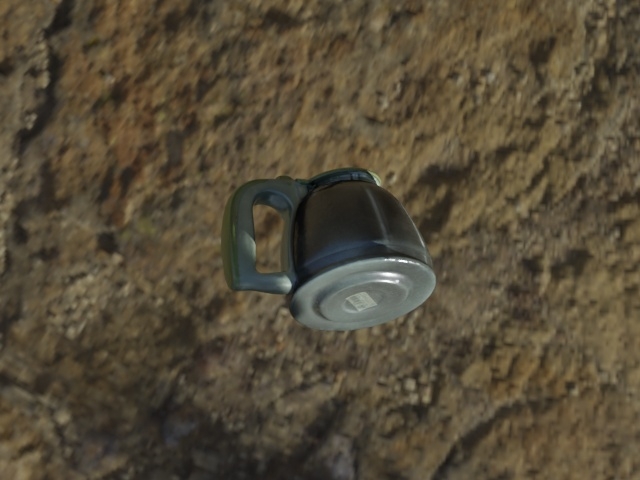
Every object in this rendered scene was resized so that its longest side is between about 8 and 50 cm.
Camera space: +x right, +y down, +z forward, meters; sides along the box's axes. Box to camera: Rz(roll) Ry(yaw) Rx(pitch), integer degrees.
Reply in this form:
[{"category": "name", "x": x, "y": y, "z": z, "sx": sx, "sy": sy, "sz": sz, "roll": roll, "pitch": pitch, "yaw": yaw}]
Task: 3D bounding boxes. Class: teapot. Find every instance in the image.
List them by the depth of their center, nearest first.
[{"category": "teapot", "x": 0.007, "y": -0.004, "z": 0.899, "sx": 0.092, "sy": 0.090, "sz": 0.124, "roll": -33, "pitch": 145, "yaw": 30}]
